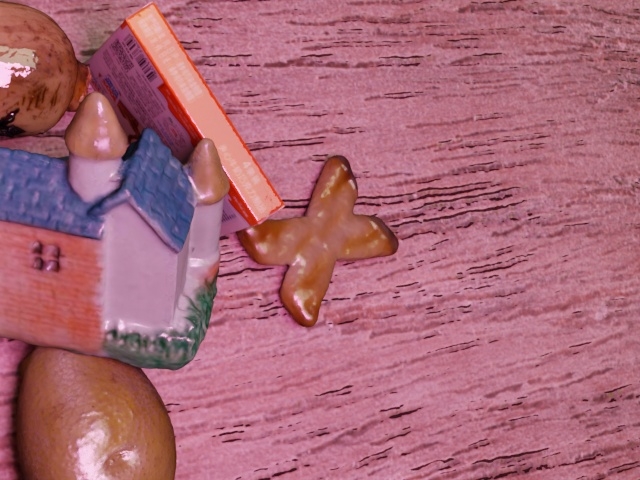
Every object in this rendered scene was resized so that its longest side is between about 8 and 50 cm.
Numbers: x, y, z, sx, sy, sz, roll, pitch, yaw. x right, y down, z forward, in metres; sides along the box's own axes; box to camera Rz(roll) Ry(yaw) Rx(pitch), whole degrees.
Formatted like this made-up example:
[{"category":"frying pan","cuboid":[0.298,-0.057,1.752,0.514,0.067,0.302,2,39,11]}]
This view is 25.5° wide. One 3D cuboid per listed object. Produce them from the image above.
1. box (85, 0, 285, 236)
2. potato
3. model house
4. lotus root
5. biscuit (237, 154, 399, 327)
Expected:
[{"category":"box","cuboid":[-0.170,-0.128,1.673,0.048,0.265,0.273,-36,98,-20]},{"category":"potato","cuboid":[-0.260,0.211,1.591,0.174,0.159,0.251,5,58,-61]},{"category":"model house","cuboid":[-0.232,-0.049,1.513,0.267,0.325,0.194,12,42,2]},{"category":"lotus root","cuboid":[-0.378,-0.198,1.635,0.256,0.140,0.154,3,69,-26]},{"category":"biscuit","cuboid":[-0.001,-0.001,1.879,0.208,0.047,0.164,-38,98,-34]}]
